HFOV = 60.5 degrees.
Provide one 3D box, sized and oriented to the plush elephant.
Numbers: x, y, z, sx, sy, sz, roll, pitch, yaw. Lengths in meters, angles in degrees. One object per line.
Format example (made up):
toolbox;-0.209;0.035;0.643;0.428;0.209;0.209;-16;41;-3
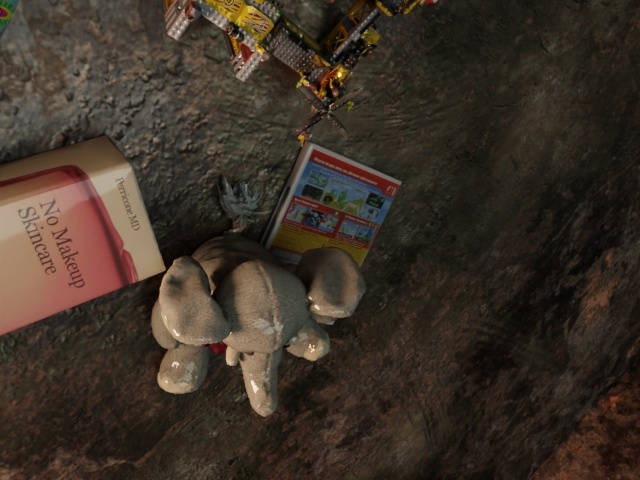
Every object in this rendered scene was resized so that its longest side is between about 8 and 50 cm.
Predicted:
plush elephant;-0.089;0.100;0.730;0.272;0.255;0.330;-5;112;-15

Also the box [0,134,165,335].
box;-0.320;-0.007;0.627;0.232;0.127;0.148;-23;124;-22

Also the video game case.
video game case;0.000;0.000;0.908;0.204;0.025;0.285;17;104;-38

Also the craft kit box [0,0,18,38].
craft kit box;-0.372;-0.265;0.440;0.250;0.061;0.246;27;66;-40

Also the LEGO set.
LEGO set;-0.018;-0.269;0.607;0.255;0.192;0.331;-37;137;20

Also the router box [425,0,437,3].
router box;0.135;-0.537;0.683;0.301;0.082;0.335;32;94;-40
